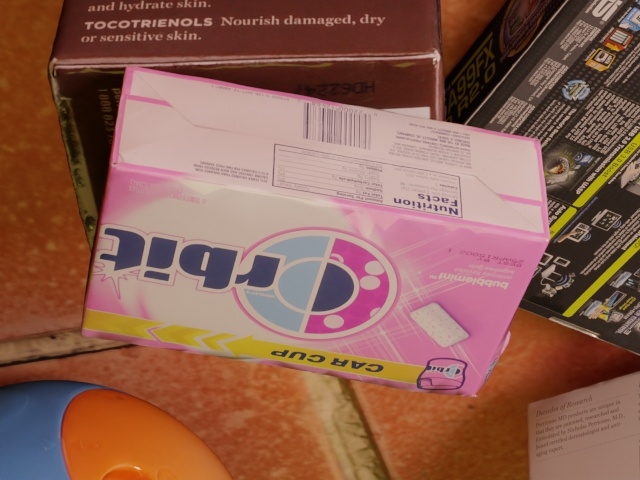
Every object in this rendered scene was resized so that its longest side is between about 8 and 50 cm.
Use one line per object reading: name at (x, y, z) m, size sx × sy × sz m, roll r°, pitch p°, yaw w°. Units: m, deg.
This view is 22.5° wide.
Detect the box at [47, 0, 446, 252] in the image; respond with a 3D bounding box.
box at (-0.024, -0.088, 0.784) m, size 0.167 × 0.203 × 0.168 m, roll -2°, pitch 135°, yaw 4°

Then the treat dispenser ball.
treat dispenser ball at (-0.179, 0.236, 1.069) m, size 0.288 × 0.288 × 0.288 m, roll 1°, pitch 136°, yaw 1°

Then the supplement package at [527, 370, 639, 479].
supplement package at (0.295, 0.165, 1.018) m, size 0.204 × 0.145 × 0.262 m, roll 25°, pitch 146°, yaw -36°

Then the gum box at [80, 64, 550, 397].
gum box at (0.000, 0.000, 0.682) m, size 0.188 × 0.062 × 0.107 m, roll 10°, pitch 136°, yaw -8°

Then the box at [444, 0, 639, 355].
box at (0.182, -0.058, 0.911) m, size 0.216 × 0.060 × 0.270 m, roll 20°, pitch 134°, yaw -19°
